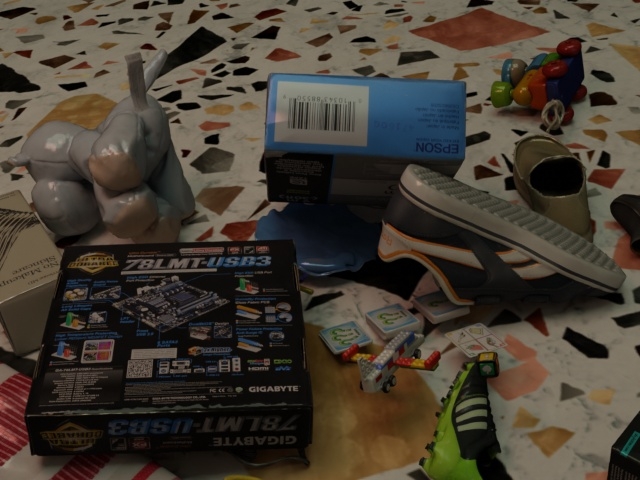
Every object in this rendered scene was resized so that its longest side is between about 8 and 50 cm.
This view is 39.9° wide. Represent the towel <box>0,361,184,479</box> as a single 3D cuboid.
[{"bbox_3d":[-0.297,0.259,0.882,0.329,0.037,0.237,27,41,21],"label":"towel"}]

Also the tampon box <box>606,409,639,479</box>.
[{"bbox_3d":[0.366,0.227,0.818,0.161,0.101,0.120,25,47,37],"label":"tampon box"}]

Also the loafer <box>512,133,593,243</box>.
[{"bbox_3d":[0.340,-0.089,1.273,0.102,0.092,0.268,-6,35,3],"label":"loafer"}]

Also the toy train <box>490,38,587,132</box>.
[{"bbox_3d":[0.353,-0.248,1.495,0.143,0.105,0.248,3,36,32],"label":"toy train"}]

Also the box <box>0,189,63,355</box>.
[{"bbox_3d":[-0.426,0.037,1.242,0.113,0.094,0.275,-25,38,-22],"label":"box"}]

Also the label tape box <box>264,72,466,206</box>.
[{"bbox_3d":[0.051,-0.112,1.234,0.249,0.347,0.115,2,75,-1],"label":"label tape box"}]

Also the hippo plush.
[{"bbox_3d":[-0.344,-0.111,1.300,0.236,0.294,0.234,-7,13,14],"label":"hippo plush"}]

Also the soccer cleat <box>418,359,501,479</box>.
[{"bbox_3d":[0.161,0.199,0.946,0.072,0.060,0.179,27,38,5],"label":"soccer cleat"}]

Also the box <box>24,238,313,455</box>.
[{"bbox_3d":[-0.164,0.111,1.015,0.295,0.073,0.293,-1,35,-6],"label":"box"}]

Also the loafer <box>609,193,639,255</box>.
[{"bbox_3d":[0.436,-0.007,1.170,0.061,0.062,0.170,-23,36,-12],"label":"loafer"}]

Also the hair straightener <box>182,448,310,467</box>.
[{"bbox_3d":[-0.119,0.218,0.984,0.230,0.047,0.089,16,42,23],"label":"hair straightener"}]

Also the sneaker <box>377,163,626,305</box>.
[{"bbox_3d":[0.221,0.019,1.107,0.321,0.127,0.126,22,21,-13],"label":"sneaker"}]

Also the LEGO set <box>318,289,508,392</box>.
[{"bbox_3d":[0.109,0.107,1.024,0.182,0.060,0.244,-16,19,-11],"label":"LEGO set"}]

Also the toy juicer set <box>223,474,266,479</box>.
[{"bbox_3d":[0.010,0.281,0.737,0.329,0.089,0.209,17,1,29],"label":"toy juicer set"}]

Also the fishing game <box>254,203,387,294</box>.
[{"bbox_3d":[0.000,0.000,1.263,0.189,0.041,0.264,17,36,19],"label":"fishing game"}]
